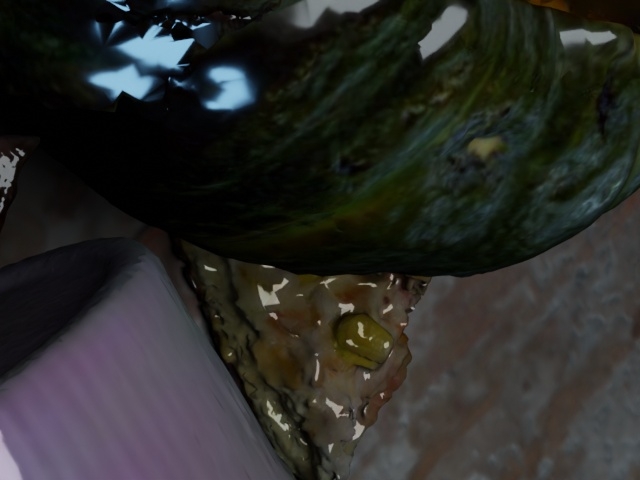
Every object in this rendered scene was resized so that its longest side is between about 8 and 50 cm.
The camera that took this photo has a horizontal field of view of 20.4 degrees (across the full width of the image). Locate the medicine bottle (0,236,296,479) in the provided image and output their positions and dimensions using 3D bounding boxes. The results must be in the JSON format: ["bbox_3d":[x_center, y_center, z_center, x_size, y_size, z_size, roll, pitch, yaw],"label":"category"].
[{"bbox_3d":[-0.045,0.211,0.524,0.219,0.219,0.388,-37,107,-31],"label":"medicine bottle"}]

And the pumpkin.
[{"bbox_3d":[0.014,-0.141,0.540,0.320,0.192,0.320,-7,102,-38],"label":"pumpkin"}]

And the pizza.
[{"bbox_3d":[0.000,0.000,0.678,0.185,0.052,0.195,0,86,-32],"label":"pizza"}]

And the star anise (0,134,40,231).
[{"bbox_3d":[-0.148,0.016,0.459,0.168,0.168,0.057,-36,95,-32],"label":"star anise"}]
